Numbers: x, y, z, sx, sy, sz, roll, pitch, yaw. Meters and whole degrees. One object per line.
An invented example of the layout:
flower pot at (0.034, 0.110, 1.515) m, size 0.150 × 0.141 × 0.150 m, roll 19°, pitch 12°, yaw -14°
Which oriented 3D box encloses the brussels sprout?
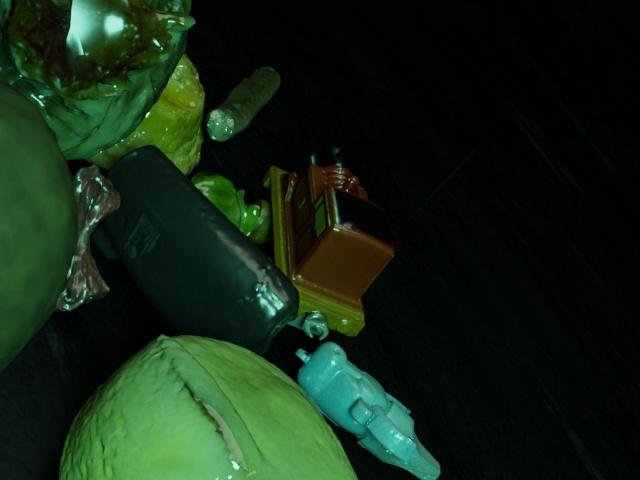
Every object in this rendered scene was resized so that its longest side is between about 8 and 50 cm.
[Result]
brussels sprout at (-0.192, -0.045, 1.375) m, size 0.181 × 0.100 × 0.139 m, roll 11°, pitch 55°, yaw -44°

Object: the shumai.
shumai at (-0.301, -0.296, 1.124) m, size 0.324 × 0.397 × 0.323 m, roll 34°, pitch -12°, yaw -25°

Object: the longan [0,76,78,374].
longan at (-0.426, -0.010, 0.815) m, size 0.391 × 0.391 × 0.391 m, roll 26°, pitch 34°, yaw -20°

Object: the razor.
razor at (-0.181, 0.029, 1.202) m, size 0.327 × 0.189 × 0.107 m, roll 46°, pitch 32°, yaw 16°

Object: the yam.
yam at (-0.149, -0.273, 1.721) m, size 0.071 × 0.067 × 0.317 m, roll 25°, pitch 31°, yaw 3°

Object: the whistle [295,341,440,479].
whistle at (0.068, 0.252, 1.268) m, size 0.274 × 0.093 × 0.186 m, roll 42°, pitch 6°, yaw -2°

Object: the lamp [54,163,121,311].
lamp at (-0.376, -0.027, 1.098) m, size 0.223 × 0.215 × 0.151 m, roll 10°, pitch -5°, yaw 10°

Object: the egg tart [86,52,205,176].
egg tart at (-0.300, -0.246, 1.422) m, size 0.341 × 0.129 × 0.341 m, roll 32°, pitch 41°, yaw -33°

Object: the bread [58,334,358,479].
bread at (-0.121, 0.260, 0.943) m, size 0.320 × 0.237 × 0.320 m, roll 41°, pitch 20°, yaw -18°

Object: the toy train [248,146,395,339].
toy train at (0.000, 0.000, 1.379) m, size 0.163 × 0.231 × 0.369 m, roll 25°, pitch 34°, yaw -24°
